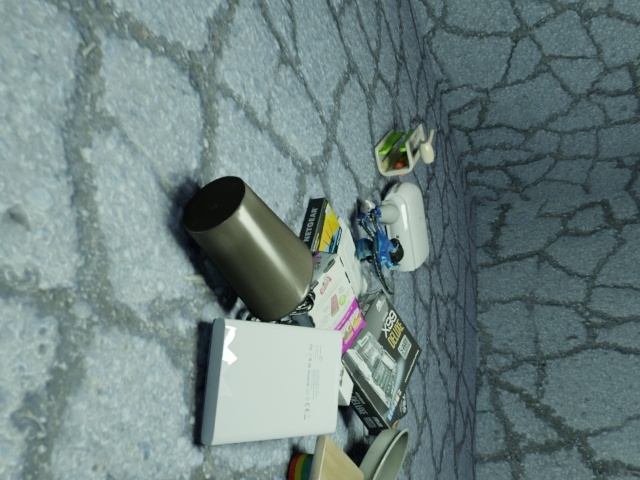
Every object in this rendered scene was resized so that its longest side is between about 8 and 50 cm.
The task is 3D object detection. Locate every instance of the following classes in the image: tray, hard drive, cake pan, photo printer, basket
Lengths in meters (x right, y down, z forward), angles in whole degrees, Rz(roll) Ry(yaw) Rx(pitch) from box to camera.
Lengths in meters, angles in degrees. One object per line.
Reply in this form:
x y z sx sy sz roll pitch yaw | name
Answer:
0.085 0.077 1.648 0.145 0.030 0.270 -64 141 -52 | tray
-0.079 0.266 1.086 0.319 0.040 0.210 15 75 -47 | hard drive
0.153 0.628 1.523 0.293 0.054 0.293 -43 144 -42 | cake pan
0.319 -0.064 2.112 0.256 0.107 0.307 -30 112 -64 | photo printer
-0.130 0.003 1.034 0.204 0.154 0.226 -94 157 -44 | basket

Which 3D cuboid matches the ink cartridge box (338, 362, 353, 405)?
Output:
-0.006 0.299 1.297 0.061 0.105 0.181 -71 146 -44 | ink cartridge box

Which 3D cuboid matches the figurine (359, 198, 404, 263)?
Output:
0.187 -0.030 1.844 0.209 0.093 0.214 1 83 -62 | figurine

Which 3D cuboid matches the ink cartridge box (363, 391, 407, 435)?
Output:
0.214 0.490 1.806 0.333 0.065 0.165 1 83 -67 | ink cartridge box

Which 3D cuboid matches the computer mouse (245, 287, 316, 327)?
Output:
-0.070 0.244 1.190 0.189 0.072 0.271 -21 103 -44 | computer mouse

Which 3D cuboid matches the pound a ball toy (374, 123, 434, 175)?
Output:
0.332 -0.321 2.077 0.319 0.208 0.135 -54 133 -58 | pound a ball toy

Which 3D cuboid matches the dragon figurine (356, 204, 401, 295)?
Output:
0.159 0.029 1.661 0.144 0.085 0.289 42 39 -31 | dragon figurine

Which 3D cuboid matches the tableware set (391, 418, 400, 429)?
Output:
0.185 0.607 1.676 0.169 0.020 0.141 -14 129 -61 | tableware set

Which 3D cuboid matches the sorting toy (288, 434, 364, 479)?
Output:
-0.001 0.598 1.257 0.257 0.090 0.255 59 34 -43 | sorting toy

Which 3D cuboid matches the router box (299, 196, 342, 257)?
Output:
0.000 0.000 1.450 0.133 0.046 0.178 59 34 -43 | router box

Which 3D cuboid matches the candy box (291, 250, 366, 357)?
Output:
0.013 0.163 1.360 0.159 0.071 0.233 -48 131 -35 | candy box

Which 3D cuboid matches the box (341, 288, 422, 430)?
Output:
0.149 0.318 1.561 0.242 0.077 0.307 57 38 -16 | box

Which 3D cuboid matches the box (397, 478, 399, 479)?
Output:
0.205 0.817 1.712 0.183 0.059 0.232 -62 139 -51 | box
